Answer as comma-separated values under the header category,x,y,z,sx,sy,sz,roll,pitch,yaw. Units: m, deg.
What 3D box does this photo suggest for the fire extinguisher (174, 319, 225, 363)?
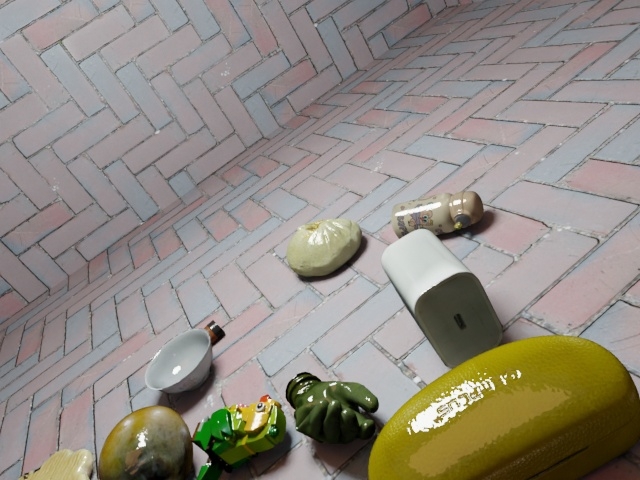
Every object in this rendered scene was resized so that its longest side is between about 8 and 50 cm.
category,x,y,z,sx,sy,sz,roll,pitch,yaw
fire extinguisher,-0.334,0.288,1.403,0.177,0.050,0.062,-42,51,-16

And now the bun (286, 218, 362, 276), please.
category,x,y,z,sx,sy,sz,roll,pitch,yaw
bun,0.000,0.000,1.440,0.223,0.127,0.222,-28,26,15

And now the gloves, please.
category,x,y,z,sx,sy,sz,roll,pitch,yaw
gloves,0.018,0.299,0.937,0.135,0.107,0.268,-34,8,-20

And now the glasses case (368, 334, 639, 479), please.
category,x,y,z,sx,sy,sz,roll,pitch,yaw
glasses case,0.236,0.256,0.730,0.372,0.141,0.173,-30,26,3

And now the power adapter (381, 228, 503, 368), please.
category,x,y,z,sx,sy,sz,roll,pitch,yaw
power adapter,0.210,0.088,0.994,0.124,0.187,0.255,-30,26,3

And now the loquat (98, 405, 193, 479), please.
category,x,y,z,sx,sy,sz,roll,pitch,yaw
loquat,-0.337,0.428,1.032,0.179,0.179,0.227,-31,23,3

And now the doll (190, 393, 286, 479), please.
category,x,y,z,sx,sy,sz,roll,pitch,yaw
doll,-0.151,0.368,0.998,0.187,0.106,0.134,-30,32,4

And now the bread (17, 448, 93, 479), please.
category,x,y,z,sx,sy,sz,roll,pitch,yaw
bread,-0.633,0.602,1.185,0.316,0.054,0.316,-26,26,14

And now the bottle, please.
category,x,y,z,sx,sy,sz,roll,pitch,yaw
bottle,0.279,-0.058,1.267,0.209,0.097,0.110,-13,33,35

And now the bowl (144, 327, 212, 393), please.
category,x,y,z,sx,sy,sz,roll,pitch,yaw
bowl,-0.330,0.313,1.309,0.189,0.086,0.189,-23,30,14
